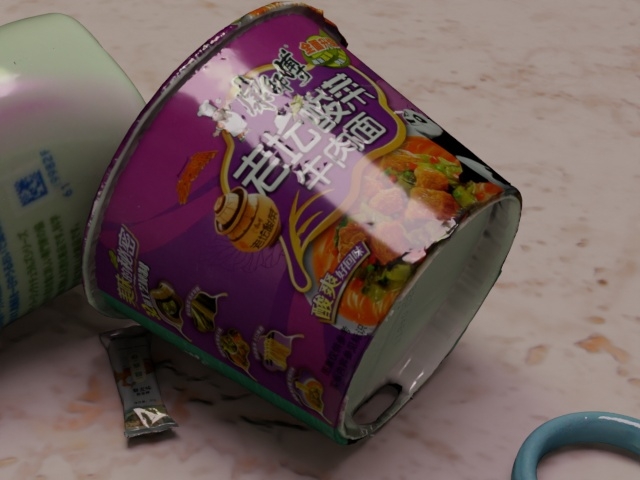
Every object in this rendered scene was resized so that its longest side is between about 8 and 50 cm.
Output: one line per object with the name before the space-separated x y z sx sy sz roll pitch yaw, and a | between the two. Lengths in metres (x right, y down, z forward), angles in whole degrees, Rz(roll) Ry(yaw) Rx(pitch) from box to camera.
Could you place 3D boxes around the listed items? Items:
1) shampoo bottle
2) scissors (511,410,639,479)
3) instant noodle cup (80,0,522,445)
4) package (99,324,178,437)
shampoo bottle | -0.275 0.003 0.847 0.349 0.222 0.151 -32 69 -24
scissors | 0.339 0.193 0.820 0.446 0.029 0.193 5 37 0
instant noodle cup | 0.000 0.000 0.872 0.190 0.251 0.251 35 44 20
package | -0.121 0.092 0.899 0.037 0.015 0.110 -10 38 -12
